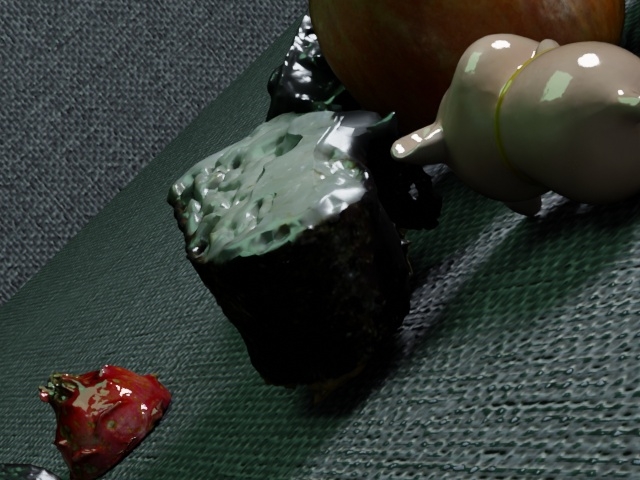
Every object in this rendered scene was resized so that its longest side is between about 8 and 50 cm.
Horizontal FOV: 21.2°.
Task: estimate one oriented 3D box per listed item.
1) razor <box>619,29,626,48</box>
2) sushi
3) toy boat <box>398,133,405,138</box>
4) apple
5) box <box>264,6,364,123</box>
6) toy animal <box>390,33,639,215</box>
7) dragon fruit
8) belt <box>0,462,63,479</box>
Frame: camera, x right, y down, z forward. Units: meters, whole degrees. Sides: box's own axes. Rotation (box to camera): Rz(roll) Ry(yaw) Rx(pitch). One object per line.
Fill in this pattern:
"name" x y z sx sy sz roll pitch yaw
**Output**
"razor" 0.297 -0.283 1.795 0.084 0.036 0.211 -43 43 42
"sushi" 0.000 0.000 1.566 0.234 0.207 0.348 -28 19 4
"toy boat" 0.078 -0.130 2.006 0.110 0.091 0.175 -32 10 19
"apple" 0.154 -0.219 1.669 0.301 0.301 0.301 -39 13 10
"box" 0.006 -0.162 1.942 0.350 0.091 0.359 107 -174 -50
"toy animal" 0.198 -0.096 1.396 0.248 0.165 0.149 -9 53 57
"dragon fruit" -0.249 0.182 1.895 0.153 0.111 0.153 -40 16 14
"belt" -0.304 0.317 1.433 0.289 0.184 0.164 -39 16 37
